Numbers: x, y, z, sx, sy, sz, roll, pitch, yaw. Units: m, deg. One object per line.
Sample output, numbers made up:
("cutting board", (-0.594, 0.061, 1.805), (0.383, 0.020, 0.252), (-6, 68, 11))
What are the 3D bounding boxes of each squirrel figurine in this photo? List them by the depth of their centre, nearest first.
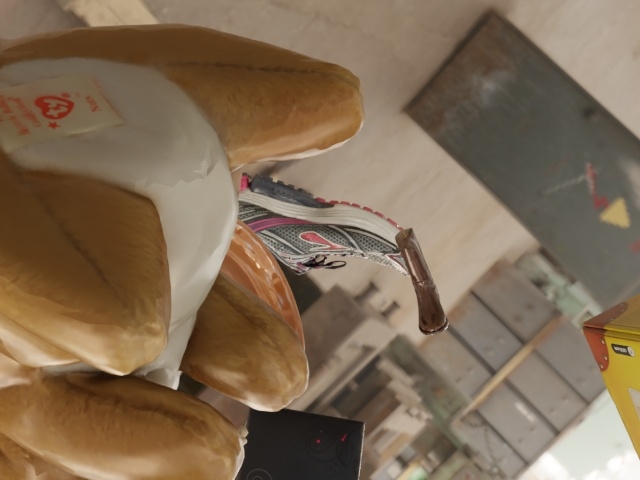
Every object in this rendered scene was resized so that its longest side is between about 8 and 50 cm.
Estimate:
("squirrel figurine", (-0.205, 0.055, 0.708), (0.281, 0.396, 0.370), (-63, 168, -49))

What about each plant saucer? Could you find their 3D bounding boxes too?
("plant saucer", (-0.084, 0.068, 1.076), (0.037, 0.200, 0.200), (-25, 174, 23))

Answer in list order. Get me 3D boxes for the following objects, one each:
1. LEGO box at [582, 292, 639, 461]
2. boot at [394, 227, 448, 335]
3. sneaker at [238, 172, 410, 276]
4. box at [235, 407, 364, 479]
("LEGO box", (0.514, 0.225, 1.071), (0.193, 0.373, 0.500), (-26, -175, -11))
("boot", (0.119, 0.047, 1.297), (0.037, 0.114, 0.106), (-18, -158, 5))
("sneaker", (0.000, 0.000, 1.544), (0.121, 0.299, 0.112), (110, -5, -78))
("box", (-0.043, 0.378, 1.449), (0.143, 0.165, 0.270), (108, -9, -57))
